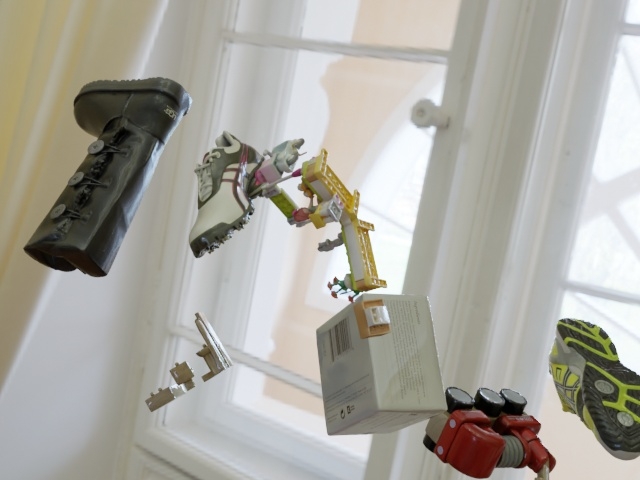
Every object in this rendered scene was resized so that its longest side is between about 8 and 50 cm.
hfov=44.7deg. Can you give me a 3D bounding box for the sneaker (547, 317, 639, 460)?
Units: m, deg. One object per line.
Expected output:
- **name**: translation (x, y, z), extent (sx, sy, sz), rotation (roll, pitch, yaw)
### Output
- **sneaker**: translation (0.567, 0.317, 1.587), extent (0.145, 0.147, 0.384), rotation (9, 27, -3)

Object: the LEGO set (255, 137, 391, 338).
- **LEGO set**: translation (0.000, 0.000, 1.034), extent (0.107, 0.287, 0.132), rotation (-20, 17, 28)

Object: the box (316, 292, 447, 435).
- **box**: translation (0.088, 0.195, 1.202), extent (0.119, 0.181, 0.181), rotation (4, -26, -24)

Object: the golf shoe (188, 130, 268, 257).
- **golf shoe**: translation (-0.159, -0.071, 1.211), extent (0.120, 0.105, 0.273), rotation (47, 30, -14)

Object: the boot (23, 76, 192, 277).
- **boot**: translation (-0.501, -0.137, 1.690), extent (0.367, 0.445, 0.146), rotation (-3, -31, 42)

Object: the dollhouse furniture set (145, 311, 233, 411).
- **dollhouse furniture set**: translation (-0.269, 0.226, 1.473), extent (0.151, 0.123, 0.144), rotation (-31, -6, -2)

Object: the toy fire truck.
- **toy fire truck**: translation (0.326, 0.397, 1.385), extent (0.217, 0.158, 0.246), rotation (9, 20, -33)
